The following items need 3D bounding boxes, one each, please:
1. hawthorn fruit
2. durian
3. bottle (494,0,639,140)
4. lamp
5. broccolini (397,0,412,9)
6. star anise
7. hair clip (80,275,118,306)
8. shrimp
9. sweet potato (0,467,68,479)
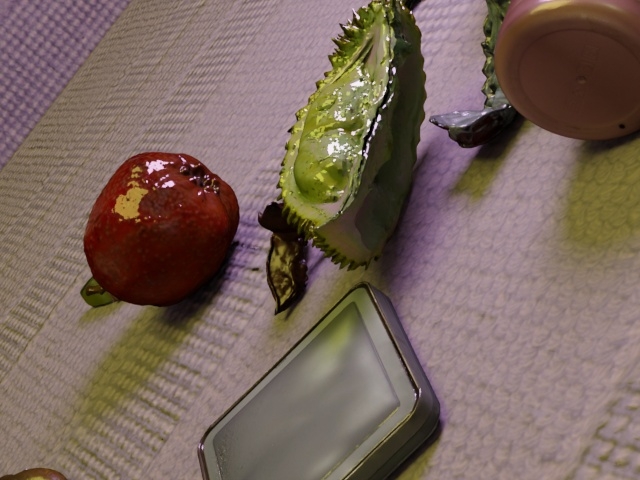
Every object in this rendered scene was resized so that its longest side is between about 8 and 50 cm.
[{"bbox_3d":[-0.231,0.000,1.867,0.253,0.205,0.205,-48,22,23],"label":"hawthorn fruit"},{"bbox_3d":[0.055,-0.110,1.518,0.169,0.158,0.352,-45,24,56],"label":"durian"},{"bbox_3d":[0.298,-0.255,1.346,0.206,0.173,0.297,-9,41,32],"label":"bottle"},{"bbox_3d":[-0.011,0.191,1.361,0.269,0.047,0.266,-45,23,11],"label":"lamp"},{"bbox_3d":[0.109,-0.297,1.917,0.058,0.071,0.254,10,60,15],"label":"broccolini"},{"bbox_3d":[0.000,-0.006,1.646,0.158,0.144,0.140,-82,-6,-62],"label":"star anise"},{"bbox_3d":[-0.321,0.062,2.095,0.188,0.060,0.033,-31,12,45],"label":"hair clip"},{"bbox_3d":[0.185,-0.310,1.498,0.221,0.166,0.410,-176,80,-73],"label":"shrimp"},{"bbox_3d":[-0.407,0.339,1.835,0.069,0.059,0.249,-40,12,-33],"label":"sweet potato"}]
